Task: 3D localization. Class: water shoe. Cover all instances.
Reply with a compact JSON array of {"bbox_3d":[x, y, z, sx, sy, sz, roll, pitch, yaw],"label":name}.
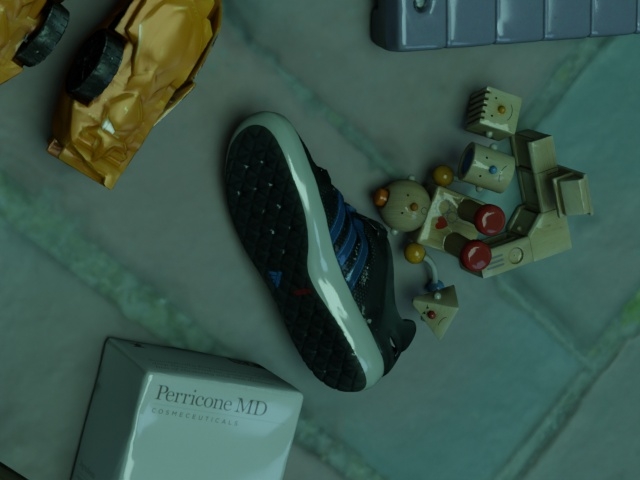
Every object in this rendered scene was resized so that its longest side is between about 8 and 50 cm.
[{"bbox_3d":[0.000,0.000,1.303,0.080,0.073,0.203,-38,117,-42],"label":"water shoe"}]

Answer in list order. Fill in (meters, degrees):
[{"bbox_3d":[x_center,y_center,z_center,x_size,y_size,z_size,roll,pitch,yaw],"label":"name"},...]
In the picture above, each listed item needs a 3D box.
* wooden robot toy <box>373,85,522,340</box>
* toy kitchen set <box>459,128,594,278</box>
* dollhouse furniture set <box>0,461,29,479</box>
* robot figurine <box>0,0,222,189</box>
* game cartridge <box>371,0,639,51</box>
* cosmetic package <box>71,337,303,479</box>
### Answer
[{"bbox_3d":[0.077,-0.025,1.324,0.079,0.076,0.173,19,93,-16],"label":"wooden robot toy"},{"bbox_3d":[0.137,-0.023,1.349,0.075,0.068,0.083,-19,108,-20],"label":"toy kitchen set"},{"bbox_3d":[-0.269,0.268,1.034,0.394,0.256,0.362,34,81,-42],"label":"dollhouse furniture set"},{"bbox_3d":[-0.116,-0.192,1.185,0.211,0.085,0.291,32,88,-27],"label":"robot figurine"},{"bbox_3d":[0.143,-0.308,1.297,0.230,0.068,0.355,-6,104,-19],"label":"game cartridge"},{"bbox_3d":[-0.102,0.189,1.276,0.117,0.085,0.231,10,98,-28],"label":"cosmetic package"}]
